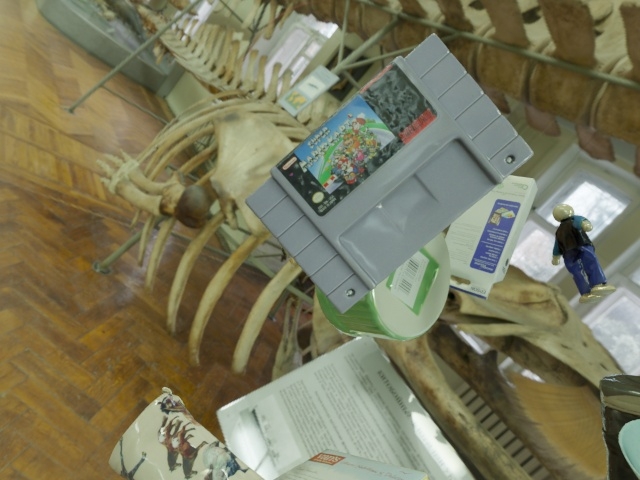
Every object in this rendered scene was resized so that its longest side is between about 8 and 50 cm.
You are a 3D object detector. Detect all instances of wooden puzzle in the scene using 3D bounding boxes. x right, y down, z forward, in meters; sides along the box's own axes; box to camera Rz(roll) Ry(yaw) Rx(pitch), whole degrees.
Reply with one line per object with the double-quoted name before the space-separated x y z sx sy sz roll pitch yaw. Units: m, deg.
"wooden puzzle" -0.091 0.012 1.034 0.078 0.014 0.116 122 -57 -84

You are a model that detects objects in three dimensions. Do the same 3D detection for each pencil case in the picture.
"pencil case" -0.211 0.466 0.818 0.410 0.160 0.183 35 43 12

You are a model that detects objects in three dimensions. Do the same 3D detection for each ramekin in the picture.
"ramekin" 0.149 0.072 0.936 0.303 0.303 0.148 33 -19 -34

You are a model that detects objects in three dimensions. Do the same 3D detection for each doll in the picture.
"doll" 0.461 0.016 0.776 0.129 0.046 0.189 94 -7 -61

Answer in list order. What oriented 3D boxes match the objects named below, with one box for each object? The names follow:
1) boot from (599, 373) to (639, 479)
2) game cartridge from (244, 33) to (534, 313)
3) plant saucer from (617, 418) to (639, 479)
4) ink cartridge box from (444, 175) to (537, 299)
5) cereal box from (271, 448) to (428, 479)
"boot" 0.598 0.375 0.599 0.377 0.284 0.138 7 5 38
"game cartridge" 0.090 -0.092 0.616 0.230 0.355 0.068 49 5 -6
"plant saucer" 0.359 0.226 0.358 0.195 0.037 0.195 7 14 -2
"ink cartridge box" 0.420 -0.014 1.111 0.165 0.333 0.065 19 -10 40
"cereal box" -0.024 0.294 0.432 0.240 0.173 0.047 -8 83 -39
